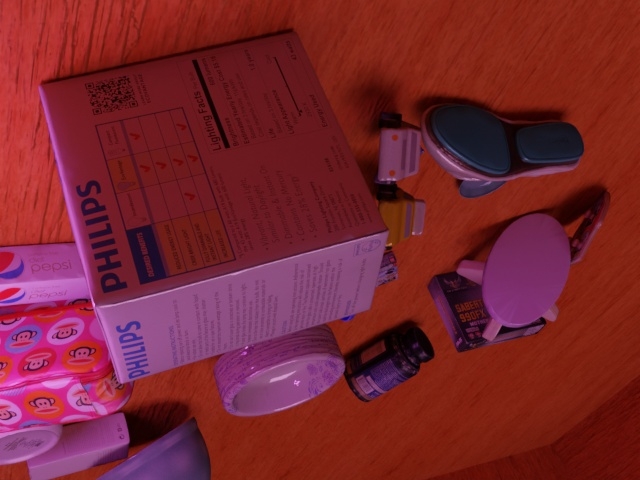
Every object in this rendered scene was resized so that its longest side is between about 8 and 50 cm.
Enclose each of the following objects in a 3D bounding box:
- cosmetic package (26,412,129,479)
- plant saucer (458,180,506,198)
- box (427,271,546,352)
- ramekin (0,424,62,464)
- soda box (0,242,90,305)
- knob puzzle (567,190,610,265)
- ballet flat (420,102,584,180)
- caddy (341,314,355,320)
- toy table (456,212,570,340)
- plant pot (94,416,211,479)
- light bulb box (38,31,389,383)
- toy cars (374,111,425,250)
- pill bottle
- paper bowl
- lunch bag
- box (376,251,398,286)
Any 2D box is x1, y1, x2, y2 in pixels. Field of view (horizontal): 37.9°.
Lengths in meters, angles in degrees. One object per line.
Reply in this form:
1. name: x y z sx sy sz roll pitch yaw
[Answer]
1. cosmetic package: -0.566 0.482 2.170 0.231 0.086 0.117 -10 150 -20
2. plant saucer: 0.322 -0.126 1.826 0.119 0.021 0.119 -17 151 -10
3. box: 0.392 0.152 2.198 0.231 0.183 0.056 -9 150 -24
4. ramekin: -0.627 0.375 1.907 0.207 0.109 0.207 -18 152 -10
5. soda box: -0.471 0.055 1.496 0.216 0.074 0.069 -4 147 -32
6. knob puzzle: 0.594 -0.031 2.099 0.213 0.030 0.213 -60 176 -7
7. ballet flat: 0.304 -0.157 1.666 0.400 0.139 0.139 -1 145 -37
8. caddy: 0.000 0.000 1.578 0.179 0.241 0.341 -10 151 -14
9. toy table: 0.442 0.089 2.088 0.274 0.252 0.161 -49 172 -22
10. plant pot: -0.382 0.590 2.265 0.293 0.196 0.293 -33 175 -3
11. light bulb box: -0.148 -0.051 1.247 0.361 0.358 0.225 -15 149 -13
12. toy cars: 0.137 -0.094 1.565 0.087 0.177 0.394 4 152 5
13. pill bottle: 0.176 0.312 2.379 0.219 0.123 0.123 -33 151 20
14. paper bowl: -0.099 0.265 2.065 0.284 0.148 0.284 -18 153 -10
15. lunch bag: -0.451 0.184 1.559 0.293 0.258 0.120 -10 127 4
16. box: 0.099 0.078 2.013 0.137 0.027 0.094 -21 154 -5
